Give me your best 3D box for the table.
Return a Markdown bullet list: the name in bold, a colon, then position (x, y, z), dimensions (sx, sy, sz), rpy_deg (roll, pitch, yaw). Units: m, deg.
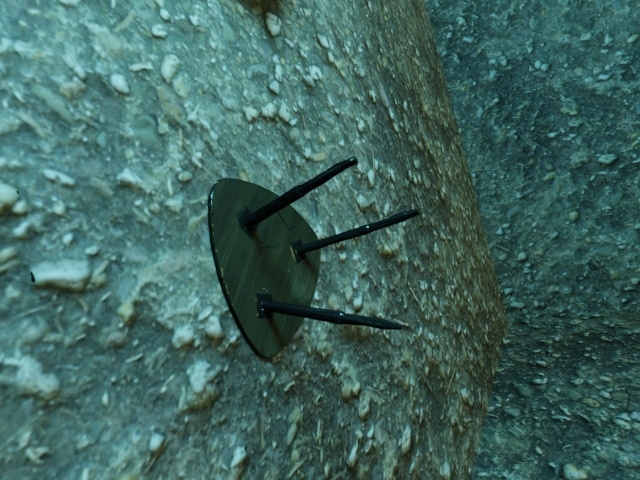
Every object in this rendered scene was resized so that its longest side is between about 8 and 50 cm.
- **table**: position (0.000, 0.000, 0.717), dimensions (0.317, 0.249, 0.317), rpy_deg (29, 55, -51)
